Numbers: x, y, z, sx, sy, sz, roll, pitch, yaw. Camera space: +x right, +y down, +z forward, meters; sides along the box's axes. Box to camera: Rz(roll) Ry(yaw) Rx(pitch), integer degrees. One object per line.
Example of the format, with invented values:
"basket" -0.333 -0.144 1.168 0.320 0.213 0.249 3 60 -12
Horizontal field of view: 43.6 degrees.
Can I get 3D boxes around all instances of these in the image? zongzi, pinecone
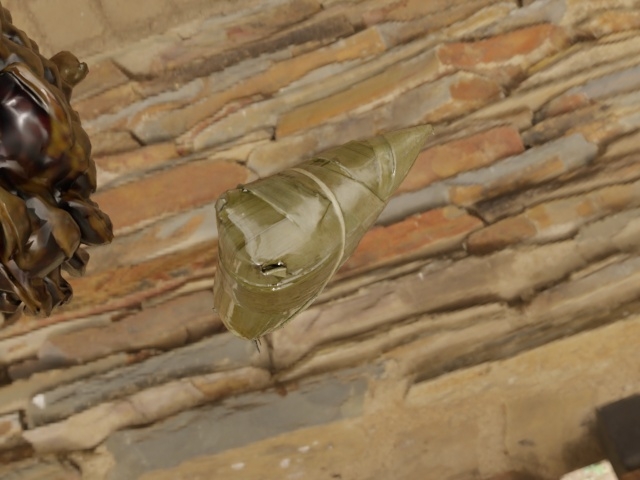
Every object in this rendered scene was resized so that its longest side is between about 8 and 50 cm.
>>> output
"zongzi" 0.000 0.000 0.616 0.178 0.081 0.189 -31 160 -23
"pinecone" -0.242 -0.032 0.449 0.257 0.243 0.243 -57 136 -6
